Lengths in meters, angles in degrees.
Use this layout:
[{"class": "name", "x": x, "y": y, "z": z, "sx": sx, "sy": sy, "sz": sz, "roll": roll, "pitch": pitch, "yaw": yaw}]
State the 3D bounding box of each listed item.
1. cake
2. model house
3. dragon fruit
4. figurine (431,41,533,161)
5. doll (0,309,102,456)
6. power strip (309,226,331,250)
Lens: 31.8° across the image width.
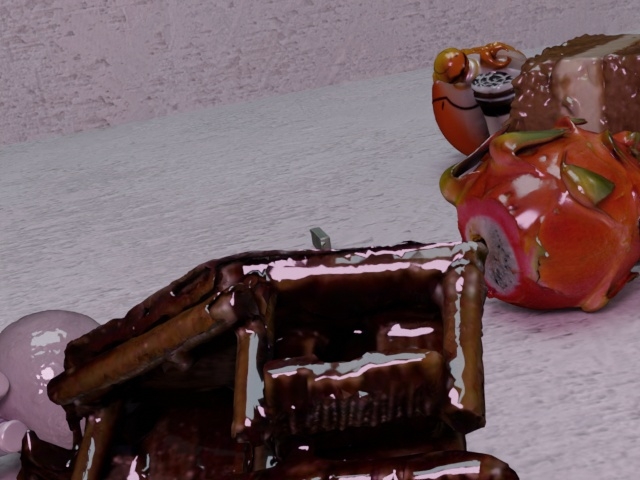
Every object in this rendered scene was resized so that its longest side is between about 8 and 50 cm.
[{"class": "cake", "x": 0.410, "y": -0.128, "z": 1.412, "sx": 0.290, "sy": 0.255, "sz": 0.282, "roll": 6, "pitch": 20, "yaw": 31}, {"class": "model house", "x": -0.048, "y": 0.181, "z": 0.647, "sx": 0.317, "sy": 0.297, "sz": 0.282, "roll": -2, "pitch": 61, "yaw": 6}, {"class": "dragon fruit", "x": 0.265, "y": -0.032, "z": 1.231, "sx": 0.227, "sy": 0.224, "sz": 0.224, "roll": -31, "pitch": 25, "yaw": -30}, {"class": "figurine", "x": 0.303, "y": -0.214, "z": 1.850, "sx": 0.320, "sy": 0.196, "sz": 0.323, "roll": 22, "pitch": 14, "yaw": -21}, {"class": "doll", "x": -0.318, "y": 0.168, "z": 1.026, "sx": 0.287, "sy": 0.151, "sz": 0.151, "roll": -25, "pitch": 22, "yaw": -30}, {"class": "power strip", "x": 0.000, "y": 0.000, "z": 1.589, "sx": 0.017, "sy": 0.027, "sz": 0.083, "roll": -9, "pitch": 16, "yaw": -9}]
